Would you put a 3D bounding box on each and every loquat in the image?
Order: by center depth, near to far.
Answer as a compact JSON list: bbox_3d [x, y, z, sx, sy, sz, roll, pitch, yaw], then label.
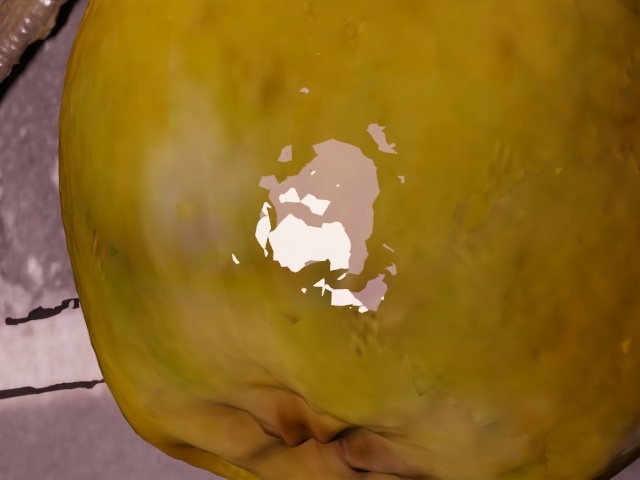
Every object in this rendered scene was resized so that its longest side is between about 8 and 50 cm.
[{"bbox_3d":[0.036,-0.040,0.518,0.213,0.213,0.246,1,57,38],"label":"loquat"}]

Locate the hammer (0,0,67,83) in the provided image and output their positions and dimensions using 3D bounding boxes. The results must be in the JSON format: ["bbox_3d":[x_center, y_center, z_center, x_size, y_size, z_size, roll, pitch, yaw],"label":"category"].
[{"bbox_3d":[-0.176,-0.044,0.785,0.297,0.027,0.125,-50,61,25],"label":"hammer"}]
